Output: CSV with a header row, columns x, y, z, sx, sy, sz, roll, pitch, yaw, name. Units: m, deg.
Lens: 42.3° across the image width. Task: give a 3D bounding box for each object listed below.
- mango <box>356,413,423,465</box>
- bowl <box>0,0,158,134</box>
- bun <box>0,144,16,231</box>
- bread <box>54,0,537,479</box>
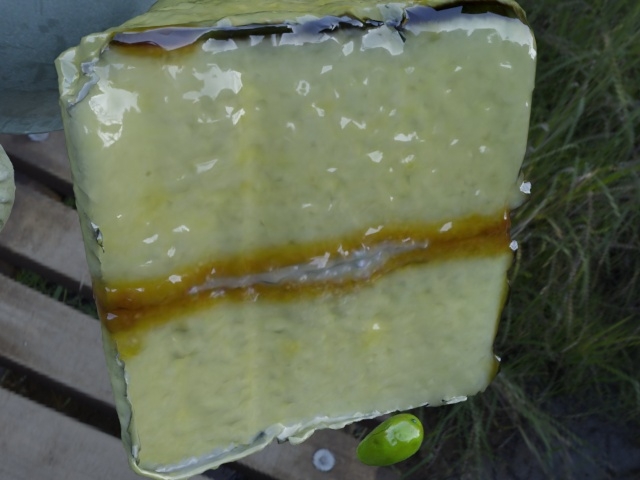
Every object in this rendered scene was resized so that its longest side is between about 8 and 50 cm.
x,y,z,sx,sy,sz,roll,pitch,yaw,name
0.092,0.270,1.108,0.056,0.108,0.073,60,32,5,mango
-0.158,-0.219,0.511,0.313,0.146,0.313,-9,103,-44,bowl
-0.504,-0.055,1.094,0.222,0.222,0.127,-28,35,-32,bun
0.000,0.000,0.464,0.236,0.263,0.198,3,30,6,bread
